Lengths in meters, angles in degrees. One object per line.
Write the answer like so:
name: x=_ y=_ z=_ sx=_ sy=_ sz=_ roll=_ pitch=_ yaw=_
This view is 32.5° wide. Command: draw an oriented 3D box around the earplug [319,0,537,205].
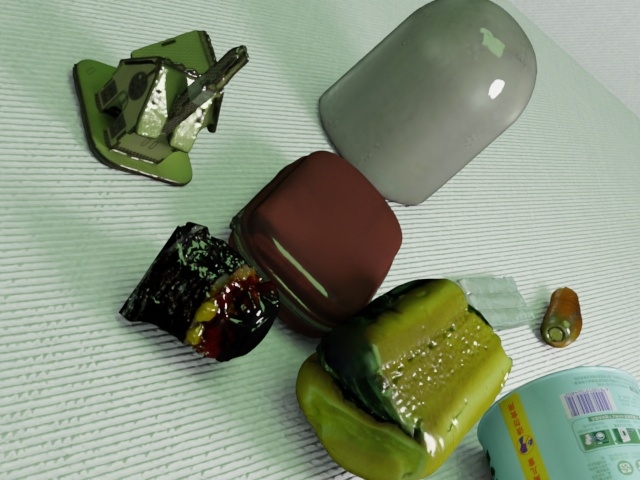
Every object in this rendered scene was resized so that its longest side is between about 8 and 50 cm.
earplug: x=0.236 y=-0.299 z=2.197 sx=0.313 sy=0.394 sz=0.312 roll=32 pitch=36 yaw=-27

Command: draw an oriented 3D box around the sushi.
sushi: x=-0.142 y=0.085 z=1.513 sx=0.150 sy=0.153 sz=0.172 roll=37 pitch=6 yaw=19

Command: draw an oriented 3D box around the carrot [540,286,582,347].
carrot: x=0.520 y=0.166 z=2.345 sx=0.087 sy=0.087 sz=0.193 roll=49 pitch=28 yaw=-1

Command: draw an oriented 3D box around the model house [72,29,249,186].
model house: x=-0.212 y=-0.255 z=1.684 sx=0.205 sy=0.279 sz=0.218 roll=15 pitch=46 yaw=-46

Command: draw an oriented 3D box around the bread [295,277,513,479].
bread: x=0.120 y=0.210 z=1.652 sx=0.251 sy=0.208 sz=0.376 roll=58 pitch=31 yaw=1

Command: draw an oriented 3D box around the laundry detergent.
laundry detergent: x=0.429 y=0.403 z=1.757 sx=0.287 sy=0.287 sz=0.305 roll=22 pitch=40 yaw=-38

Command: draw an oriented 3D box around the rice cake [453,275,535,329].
rice cake: x=0.345 y=0.125 z=2.207 sx=0.211 sy=0.038 sz=0.124 roll=7 pitch=50 yaw=-48

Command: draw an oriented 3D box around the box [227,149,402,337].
box: x=0.000 y=0.000 z=1.830 sx=0.263 sy=0.108 sz=0.404 roll=46 pitch=32 yaw=-3
